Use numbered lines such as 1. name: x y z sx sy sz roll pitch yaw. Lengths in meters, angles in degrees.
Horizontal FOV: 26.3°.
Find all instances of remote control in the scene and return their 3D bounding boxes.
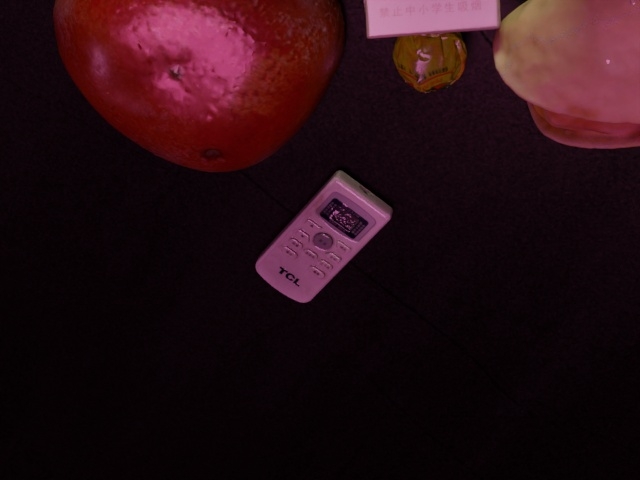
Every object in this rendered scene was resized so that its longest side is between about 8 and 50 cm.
1. remote control: 0.000 0.000 1.663 0.087 0.029 0.190 37 126 -11

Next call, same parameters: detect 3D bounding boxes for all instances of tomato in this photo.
1. tomato: -0.144 -0.206 1.490 0.338 0.144 0.338 6 126 8

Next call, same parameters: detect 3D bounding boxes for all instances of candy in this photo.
1. candy: 0.098 -0.280 1.430 0.077 0.073 0.262 -12 114 1

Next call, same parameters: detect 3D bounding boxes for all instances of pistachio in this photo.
1. pistachio: 0.328 -0.184 1.351 0.299 0.187 0.187 -11 121 27

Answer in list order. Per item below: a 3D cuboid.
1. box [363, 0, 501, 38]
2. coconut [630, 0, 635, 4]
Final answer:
1. box: 0.106 -0.307 1.359 0.141 0.058 0.201 -5 109 5
2. coconut: 0.322 -0.362 1.165 0.254 0.297 0.297 -21 118 10
